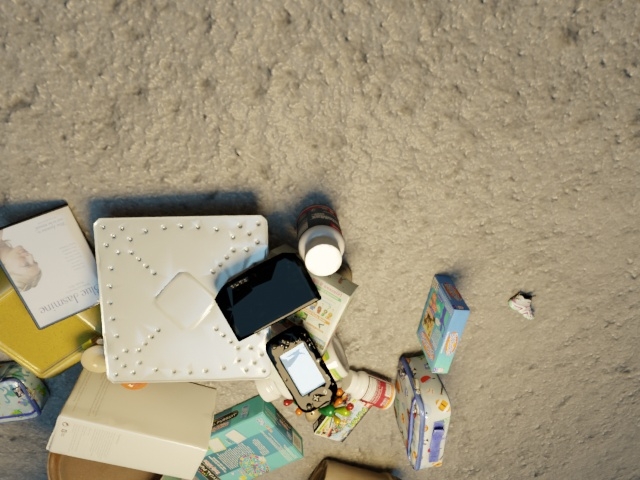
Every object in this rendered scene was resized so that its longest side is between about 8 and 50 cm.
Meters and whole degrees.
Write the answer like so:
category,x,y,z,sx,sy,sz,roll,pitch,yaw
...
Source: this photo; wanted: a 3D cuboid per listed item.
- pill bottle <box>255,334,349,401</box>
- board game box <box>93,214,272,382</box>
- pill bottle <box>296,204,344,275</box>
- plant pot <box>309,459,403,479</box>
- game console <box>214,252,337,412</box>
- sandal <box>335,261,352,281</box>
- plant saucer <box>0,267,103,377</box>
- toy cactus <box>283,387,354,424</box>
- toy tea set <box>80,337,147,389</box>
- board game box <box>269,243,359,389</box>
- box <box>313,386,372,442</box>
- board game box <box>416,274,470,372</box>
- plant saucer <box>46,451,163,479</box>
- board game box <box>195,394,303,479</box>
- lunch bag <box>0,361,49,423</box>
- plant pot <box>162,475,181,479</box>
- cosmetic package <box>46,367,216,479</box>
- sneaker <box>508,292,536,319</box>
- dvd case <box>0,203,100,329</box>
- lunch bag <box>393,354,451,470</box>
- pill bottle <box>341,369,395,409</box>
category,x,y,z,sx,sy,sz,roll,pitch,yaw
pill bottle,-0.055,0.359,1.267,0.245,0.136,0.137,-25,118,9
board game box,-0.311,0.136,1.059,0.388,0.050,0.391,-1,99,-1
pill bottle,0.000,0.000,1.050,0.107,0.180,0.108,-3,119,-5
plant pot,0.094,0.894,1.506,0.280,0.323,0.323,30,113,-2
game console,-0.067,0.219,1.029,0.213,0.044,0.362,-28,98,3
sandal,0.023,0.153,1.205,0.089,0.060,0.220,19,115,-15
plant saucer,-0.712,0.205,1.152,0.332,0.081,0.333,-33,117,12
toy cactus,-0.017,0.509,1.370,0.218,0.112,0.181,9,135,-2
toy tea set,-0.442,0.245,1.186,0.335,0.124,0.200,-32,122,1
board game box,-0.070,0.197,1.127,0.223,0.097,0.304,29,109,13
box,0.074,0.554,1.444,0.114,0.036,0.207,23,114,-17
board game box,0.325,0.223,1.216,0.047,0.160,0.211,5,119,-9
plant saucer,-0.580,0.601,1.252,0.310,0.311,0.050,17,122,-14
board game box,-0.261,0.655,1.442,0.335,0.079,0.254,-26,118,9
lunch bag,-0.892,0.431,1.255,0.218,0.090,0.176,-6,122,-1
plant pot,-0.564,0.794,1.343,0.340,0.334,0.342,-2,119,-4
cosmetic package,-0.501,0.494,1.255,0.384,0.217,0.156,23,115,-15
sneaker,0.593,0.182,1.288,0.098,0.038,0.069,30,113,-20
dvd case,-0.625,0.063,1.054,0.180,0.022,0.253,-25,112,-20
lunch bag,0.293,0.501,1.318,0.114,0.243,0.304,-5,120,-3
pill bottle,0.143,0.447,1.363,0.151,0.086,0.086,26,113,-17
